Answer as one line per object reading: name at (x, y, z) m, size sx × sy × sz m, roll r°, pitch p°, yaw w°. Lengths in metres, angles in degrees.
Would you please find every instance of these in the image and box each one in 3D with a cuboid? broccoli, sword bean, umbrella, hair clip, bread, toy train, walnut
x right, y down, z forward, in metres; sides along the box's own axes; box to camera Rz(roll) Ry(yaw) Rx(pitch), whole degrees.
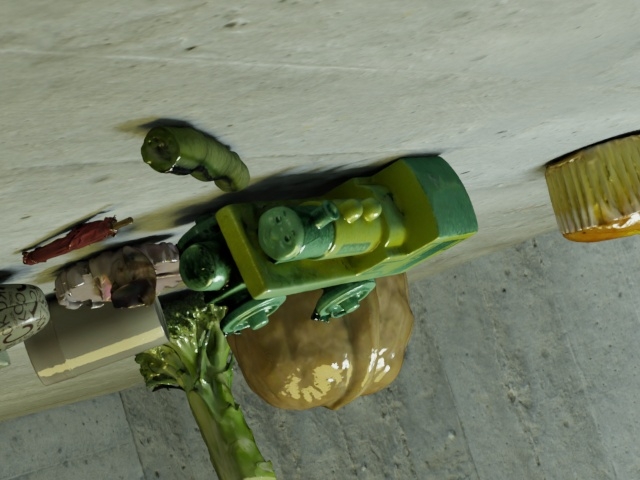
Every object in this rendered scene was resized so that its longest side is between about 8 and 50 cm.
broccoli at (-0.179, 0.244, 2.281) m, size 0.221 × 0.361 × 0.252 m, roll -3°, pitch 128°, yaw -41°
sword bean at (-0.100, -0.067, 1.189) m, size 0.043 × 0.038 × 0.269 m, roll -24°, pitch 174°, yaw 7°
umbrella at (-0.249, -0.001, 1.392) m, size 0.165 × 0.025 × 0.027 m, roll -19°, pitch -167°, yaw 36°
hair clip at (-0.225, 0.043, 1.596) m, size 0.173 × 0.069 × 0.300 m, roll -9°, pitch 180°, yaw -11°
bread at (0.481, -0.074, 2.203) m, size 0.204 × 0.156 × 0.288 m, roll -18°, pitch 175°, yaw 17°
toy train at (0.000, 0.000, 1.603) m, size 0.237 × 0.150 × 0.369 m, roll -32°, pitch 167°, yaw 31°
walnut at (-0.001, 0.126, 2.107) m, size 0.296 × 0.285 × 0.285 m, roll -7°, pitch 169°, yaw -29°

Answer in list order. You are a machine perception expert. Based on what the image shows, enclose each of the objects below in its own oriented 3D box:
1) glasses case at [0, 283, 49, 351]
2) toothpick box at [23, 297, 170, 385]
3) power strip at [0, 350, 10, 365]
glasses case at (-0.474, 0.118, 1.505) m, size 0.354 × 0.085 × 0.137 m, roll -16°, pitch 172°, yaw -20°
toothpick box at (-0.306, 0.117, 1.849) m, size 0.180 × 0.111 × 0.111 m, roll -19°, pitch 174°, yaw -3°
power strip at (-0.534, 0.191, 2.193) m, size 0.047 × 0.030 × 0.191 m, roll -16°, pitch 173°, yaw -4°
